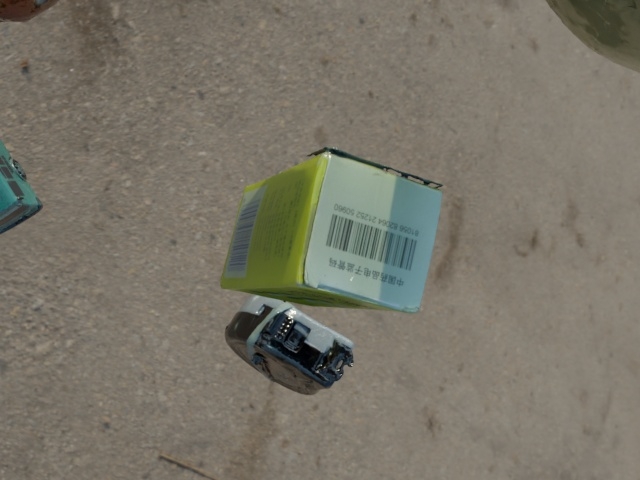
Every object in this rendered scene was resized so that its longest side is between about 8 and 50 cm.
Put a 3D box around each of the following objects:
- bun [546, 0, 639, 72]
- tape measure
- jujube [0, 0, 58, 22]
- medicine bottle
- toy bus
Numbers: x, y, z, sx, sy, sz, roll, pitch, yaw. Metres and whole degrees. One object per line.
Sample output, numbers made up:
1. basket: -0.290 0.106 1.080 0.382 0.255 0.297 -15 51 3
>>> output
1. bun: 0.297 -0.263 0.508 0.362 0.234 0.326 38 84 4
2. tape measure: -0.053 0.159 1.073 0.181 0.182 0.107 35 69 -1
3. jujube: -0.279 -0.228 0.538 0.109 0.176 0.112 -60 166 -20
4. medicine bottle: 0.000 0.000 0.757 0.137 0.250 0.141 17 80 -23
5. toy bus: -0.378 -0.083 0.747 0.079 0.092 0.160 -30 97 -1
